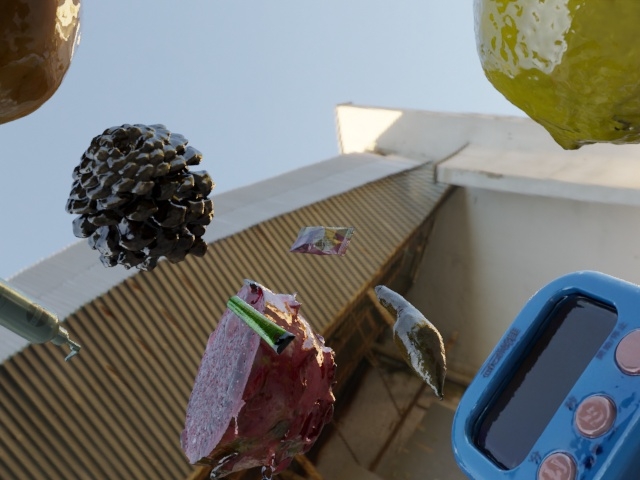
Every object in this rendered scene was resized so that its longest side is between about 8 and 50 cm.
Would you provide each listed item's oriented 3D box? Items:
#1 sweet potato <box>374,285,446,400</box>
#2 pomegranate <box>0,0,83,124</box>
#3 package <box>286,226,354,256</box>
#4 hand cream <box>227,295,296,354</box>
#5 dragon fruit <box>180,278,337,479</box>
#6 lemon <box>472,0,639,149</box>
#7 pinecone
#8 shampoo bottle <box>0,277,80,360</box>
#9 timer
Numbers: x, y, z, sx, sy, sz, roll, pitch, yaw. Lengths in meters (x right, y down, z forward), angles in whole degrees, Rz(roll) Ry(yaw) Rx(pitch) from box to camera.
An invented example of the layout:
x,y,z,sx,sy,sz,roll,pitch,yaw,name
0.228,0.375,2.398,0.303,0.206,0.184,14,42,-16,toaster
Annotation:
x,y,z,sx,sy,sz,roll,pitch,yaw,name
0.156,0.152,1.300,0.074,0.269,0.075,-12,-50,-14,sweet potato
-0.536,-0.324,1.010,0.411,0.411,0.412,-21,-61,-45,pomegranate
0.000,0.000,1.010,0.059,0.083,0.029,-63,-37,-44,package
-0.090,0.120,1.111,0.036,0.122,0.023,-46,-34,-17,hand cream
-0.106,0.277,1.475,0.248,0.386,0.371,24,-87,-18,dragon fruit
0.301,-0.260,0.750,0.336,0.336,0.336,-21,-61,-45,lemon
-0.227,-0.045,0.967,0.184,0.179,0.205,-12,-43,-25,pinecone
-0.409,0.106,1.060,0.195,0.056,0.056,43,-111,-40,shampoo bottle
0.336,0.210,1.005,0.115,0.309,0.340,36,-92,-23,timer
